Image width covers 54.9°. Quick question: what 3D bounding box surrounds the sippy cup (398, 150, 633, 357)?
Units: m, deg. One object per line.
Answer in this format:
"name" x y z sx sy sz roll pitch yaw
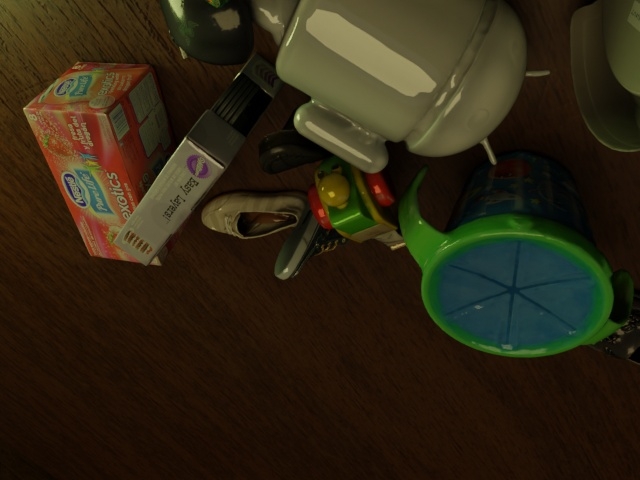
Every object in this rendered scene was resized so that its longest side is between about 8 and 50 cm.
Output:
"sippy cup" 0.270 0.003 0.849 0.240 0.224 0.305 -15 124 32

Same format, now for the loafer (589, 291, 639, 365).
"loafer" 0.522 0.157 0.990 0.303 0.095 0.109 17 135 5

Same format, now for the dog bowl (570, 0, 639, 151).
"dog bowl" 0.337 -0.246 0.526 0.102 0.348 0.348 5 134 -1

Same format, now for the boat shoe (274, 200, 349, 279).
"boat shoe" 0.000 0.000 0.979 0.083 0.183 0.065 38 151 -20

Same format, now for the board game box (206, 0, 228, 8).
"board game box" -0.137 -0.351 0.652 0.260 0.136 0.030 44 172 26

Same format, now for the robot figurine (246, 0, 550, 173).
"robot figurine" 0.088 -0.229 0.717 0.354 0.200 0.300 29 111 -6

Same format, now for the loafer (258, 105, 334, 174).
"loafer" -0.029 -0.143 0.845 0.080 0.220 0.078 -17 95 22

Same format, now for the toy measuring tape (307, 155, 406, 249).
"toy measuring tape" 0.065 -0.059 0.901 0.121 0.121 0.330 -2 172 22

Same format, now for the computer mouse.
"computer mouse" -0.160 -0.279 0.732 0.072 0.272 0.188 -23 129 -17

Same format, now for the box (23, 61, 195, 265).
"box" -0.327 -0.121 1.006 0.142 0.154 0.300 7 134 15

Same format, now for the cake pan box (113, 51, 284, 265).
"cake pan box" -0.167 -0.118 0.883 0.070 0.245 0.267 36 134 -14

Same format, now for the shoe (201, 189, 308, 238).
"shoe" -0.119 -0.044 1.065 0.219 0.058 0.076 -6 129 25
